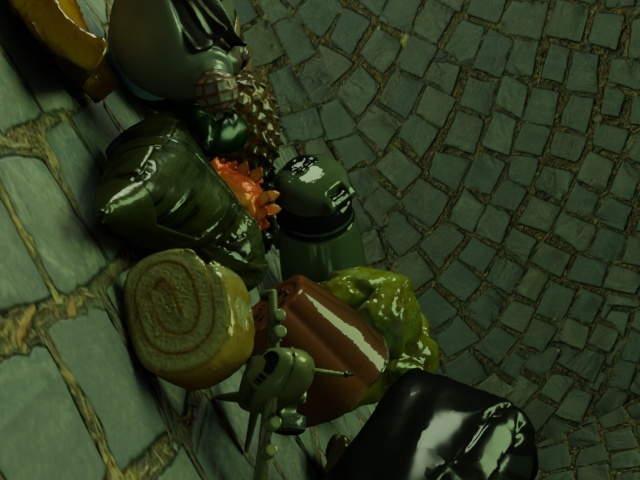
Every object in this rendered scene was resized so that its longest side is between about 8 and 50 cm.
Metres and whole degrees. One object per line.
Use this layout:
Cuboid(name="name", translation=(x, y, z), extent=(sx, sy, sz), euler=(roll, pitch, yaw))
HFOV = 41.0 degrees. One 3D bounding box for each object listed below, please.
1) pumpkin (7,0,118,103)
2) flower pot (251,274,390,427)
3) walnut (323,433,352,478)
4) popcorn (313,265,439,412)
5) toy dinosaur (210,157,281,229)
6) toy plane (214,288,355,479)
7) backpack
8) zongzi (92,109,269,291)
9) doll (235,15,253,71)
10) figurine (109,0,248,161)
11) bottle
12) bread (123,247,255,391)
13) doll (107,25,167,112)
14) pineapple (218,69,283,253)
Cuboid(name="pumpkin", translation=(-0.315, -0.292, 1.022), extent=(0.290, 0.095, 0.258), euler=(-114, 178, -84))
Cuboid(name="flower pot", translation=(-0.022, 0.156, 1.275), extent=(0.173, 0.191, 0.190), euler=(47, 11, -17))
Cuboid(name="walnut", translation=(0.091, 0.388, 1.256), extent=(0.238, 0.141, 0.204), euler=(21, -22, 26))
Cuboid(name="popcorn", translation=(0.086, 0.172, 1.517), extent=(0.276, 0.277, 0.225), euler=(57, 2, -45))
Cuboid(name="toy dinosaur", translation=(-0.129, -0.066, 1.484), extent=(0.288, 0.117, 0.070), euler=(63, 5, 25))
Cuboid(name="toy plane", translation=(-0.051, 0.157, 0.930), extent=(0.256, 0.104, 0.241), euler=(143, -44, -59))
Cuboid(name="backpack", translation=(0.136, 0.394, 1.030), extent=(0.363, 0.255, 0.445), euler=(-42, 126, -40))
Cuboid(name="zongzi", translation=(-0.156, 0.002, 0.980), extent=(0.250, 0.125, 0.274), euler=(53, 11, -23))
Cuboid(name="doll", translation=(-0.250, -0.390, 1.767), extent=(0.156, 0.201, 0.303), euler=(7, 39, -36))
Cuboid(name="figurine", translation=(-0.177, -0.204, 1.132), extent=(0.281, 0.167, 0.369), euler=(-123, -157, -58))
Cuboid(name="bottle", translation=(-0.002, -0.001, 1.603), extent=(0.168, 0.169, 0.346), euler=(-109, -171, -48))
Cuboid(name="bread", translation=(-0.131, 0.079, 0.877), extent=(0.073, 0.122, 0.149), euler=(59, 9, -57))
Cuboid(name="doll", translation=(-0.238, -0.272, 1.351), extent=(0.314, 0.141, 0.177), euler=(57, 12, -63))
Cuboid(name="pineapple", translation=(-0.138, -0.145, 1.656), extent=(0.175, 0.175, 0.361), euler=(-99, 176, -70))
